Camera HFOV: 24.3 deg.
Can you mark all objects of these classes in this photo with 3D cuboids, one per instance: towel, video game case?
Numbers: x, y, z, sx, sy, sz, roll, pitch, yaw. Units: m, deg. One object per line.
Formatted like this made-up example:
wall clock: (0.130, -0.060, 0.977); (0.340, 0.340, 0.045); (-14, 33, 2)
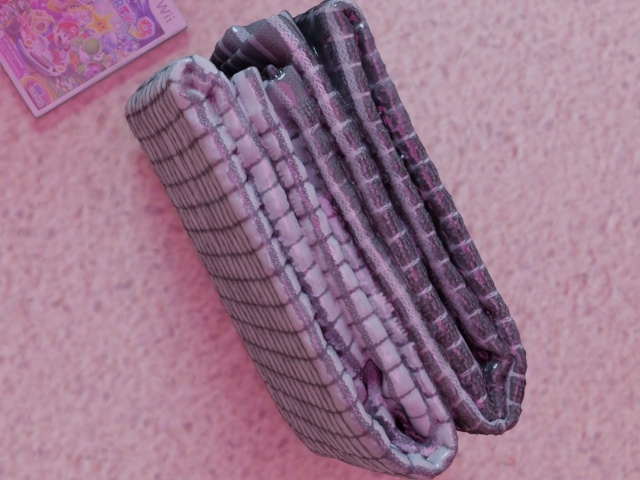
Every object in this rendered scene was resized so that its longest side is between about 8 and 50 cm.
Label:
towel: (0.000, 0.000, 0.920); (0.121, 0.235, 0.284); (-29, 95, -13)
video game case: (-0.163, -0.150, 1.003); (0.122, 0.011, 0.087); (-33, 95, -10)
